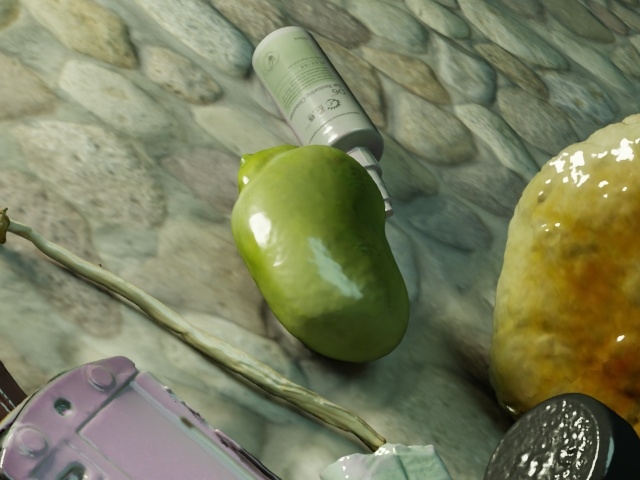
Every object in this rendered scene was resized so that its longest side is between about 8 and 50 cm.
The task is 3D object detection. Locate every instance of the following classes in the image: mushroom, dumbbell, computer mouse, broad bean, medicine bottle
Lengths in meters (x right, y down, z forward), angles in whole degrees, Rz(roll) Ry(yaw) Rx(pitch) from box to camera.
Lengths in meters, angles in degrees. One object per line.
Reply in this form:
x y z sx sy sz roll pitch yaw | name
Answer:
-0.081 0.051 0.994 0.286 0.026 0.028 31 42 -14 | mushroom
0.189 0.173 0.982 0.191 0.100 0.100 37 22 -29 | dumbbell
-0.026 0.183 0.767 0.310 0.072 0.158 40 32 2 | computer mouse
0.000 0.000 1.106 0.124 0.082 0.174 25 26 -26 | broad bean
0.010 -0.086 1.295 0.058 0.057 0.199 12 35 -40 | medicine bottle

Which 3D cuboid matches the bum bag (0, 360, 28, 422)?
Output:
-0.165 0.105 0.797 0.159 0.026 0.109 50 28 15 | bum bag

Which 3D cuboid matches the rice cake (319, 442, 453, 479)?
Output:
0.072 0.197 0.906 0.080 0.042 0.221 7 38 -38 | rice cake

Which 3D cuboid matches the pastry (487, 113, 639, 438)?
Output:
0.267 0.053 1.097 0.330 0.329 0.136 43 27 15 | pastry
